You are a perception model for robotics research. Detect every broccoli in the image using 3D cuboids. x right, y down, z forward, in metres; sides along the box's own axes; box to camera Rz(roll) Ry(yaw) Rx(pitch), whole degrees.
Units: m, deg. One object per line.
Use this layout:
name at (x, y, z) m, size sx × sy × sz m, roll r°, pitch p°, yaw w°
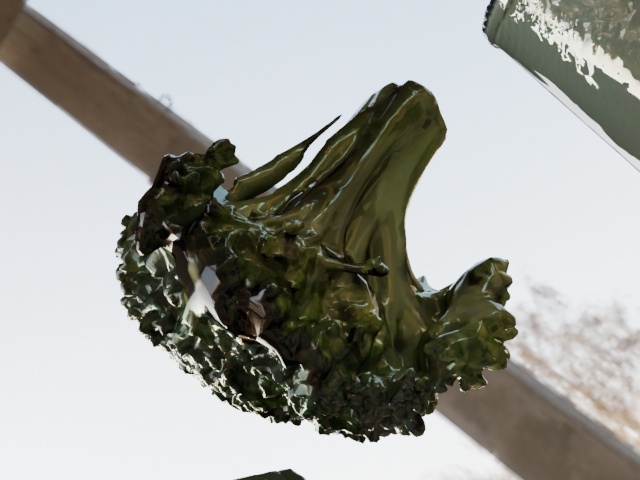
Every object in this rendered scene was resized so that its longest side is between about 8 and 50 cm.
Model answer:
broccoli at (0.004, 0.000, 0.774) m, size 0.243 × 0.263 × 0.247 m, roll -58°, pitch -46°, yaw -18°

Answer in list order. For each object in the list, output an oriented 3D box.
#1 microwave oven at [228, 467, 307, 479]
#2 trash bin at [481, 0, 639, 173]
microwave oven at (-0.068, 0.266, 0.757) m, size 0.163 × 0.129 × 0.205 m, roll -2°, pitch -66°, yaw -35°
trash bin at (0.241, -0.092, 0.547) m, size 0.217 × 0.262 × 0.277 m, roll -38°, pitch -13°, yaw -46°
